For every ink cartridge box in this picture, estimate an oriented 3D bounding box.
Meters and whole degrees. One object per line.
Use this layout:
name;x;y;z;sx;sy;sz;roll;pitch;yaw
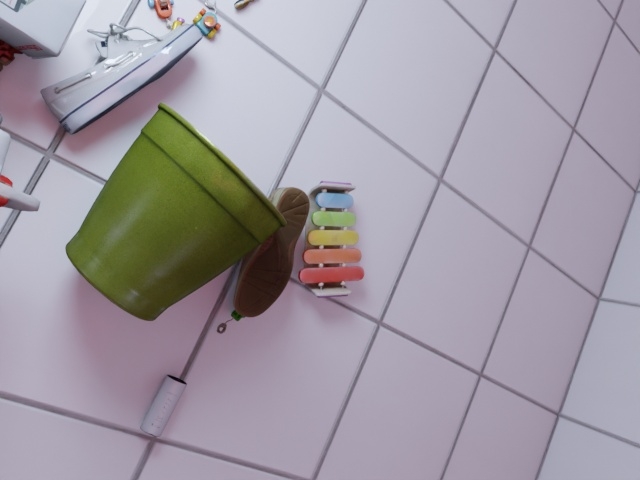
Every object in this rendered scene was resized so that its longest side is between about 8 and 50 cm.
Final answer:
ink cartridge box;-0.593;-0.451;0.920;0.289;0.211;0.121;30;84;-44

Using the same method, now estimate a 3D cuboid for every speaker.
speaker;-0.375;0.394;1.272;0.055;0.055;0.136;31;78;-28

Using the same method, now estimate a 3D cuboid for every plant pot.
plant pot;-0.322;-0.031;1.127;0.353;0.366;0.366;-48;115;-6

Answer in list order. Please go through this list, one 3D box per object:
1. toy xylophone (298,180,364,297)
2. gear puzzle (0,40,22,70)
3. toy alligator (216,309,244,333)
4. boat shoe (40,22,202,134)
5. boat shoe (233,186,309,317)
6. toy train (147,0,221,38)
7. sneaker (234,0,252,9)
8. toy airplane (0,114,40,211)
toy xylophone;0.000;0.000;1.446;0.236;0.081;0.322;-9;98;-29
gear puzzle;-0.692;-0.398;1.030;0.175;0.044;0.339;45;72;-25
toy alligator;-0.193;0.173;1.367;0.189;0.056;0.051;-48;155;-19
boat shoe;-0.436;-0.395;1.143;0.367;0.136;0.156;-40;109;-11
boat shoe;-0.132;0.027;1.337;0.121;0.110;0.341;28;83;-32
toy train;-0.310;-0.532;1.243;0.166;0.046;0.125;-16;102;-28
sneaker;-0.190;-0.606;1.321;0.037;0.032;0.083;48;65;-10
toy airplane;-0.673;-0.081;0.932;0.386;0.272;0.384;-38;76;-10
